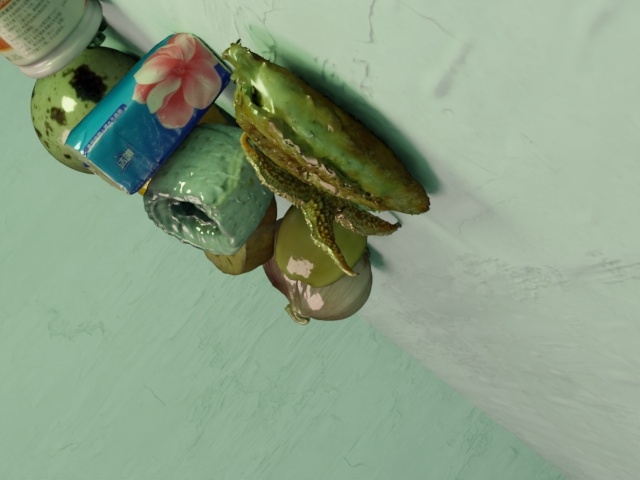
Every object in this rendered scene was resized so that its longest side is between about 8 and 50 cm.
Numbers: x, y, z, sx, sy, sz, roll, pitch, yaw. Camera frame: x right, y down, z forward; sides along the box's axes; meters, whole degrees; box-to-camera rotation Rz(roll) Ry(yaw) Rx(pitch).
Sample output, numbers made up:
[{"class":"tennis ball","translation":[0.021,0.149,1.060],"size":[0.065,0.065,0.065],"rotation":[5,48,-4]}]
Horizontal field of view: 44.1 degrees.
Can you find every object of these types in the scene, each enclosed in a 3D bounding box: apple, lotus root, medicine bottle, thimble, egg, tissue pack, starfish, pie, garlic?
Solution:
[{"class":"apple","translation":[0.000,0.000,1.622],"size":[0.200,0.200,0.200],"rotation":[37,172,6]},{"class":"lotus root","translation":[-0.213,-0.106,1.675],"size":[0.375,0.111,0.390],"rotation":[22,132,57]},{"class":"medicine bottle","translation":[-0.562,-0.459,1.390],"size":[0.202,0.202,0.316],"rotation":[30,170,44]},{"class":"thimble","translation":[-0.190,-0.091,1.391],"size":[0.205,0.172,0.250],"rotation":[36,156,-20]},{"class":"egg","translation":[-0.503,-0.293,1.780],"size":[0.287,0.287,0.379],"rotation":[41,173,-25]},{"class":"tissue pack","translation":[-0.297,-0.218,1.336],"size":[0.137,0.269,0.209],"rotation":[42,172,-23]},{"class":"starfish","translation":[0.027,-0.058,1.349],"size":[0.301,0.084,0.293],"rotation":[45,-165,20]},{"class":"pie","translation":[-0.001,-0.136,1.108],"size":[0.354,0.103,0.288],"rotation":[37,178,-6]},{"class":"garlic","translation":[-0.008,0.063,1.930],"size":[0.322,0.241,0.322],"rotation":[54,166,20]}]

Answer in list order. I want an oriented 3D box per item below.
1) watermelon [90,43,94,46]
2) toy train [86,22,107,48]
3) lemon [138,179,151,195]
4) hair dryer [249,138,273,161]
[{"class":"watermelon","translation":[-0.619,-0.476,1.968],"size":[0.180,0.081,0.094],"rotation":[4,162,-20]},{"class":"toy train","translation":[-0.532,-0.480,1.625],"size":[0.200,0.083,0.132],"rotation":[43,-178,-32]},{"class":"lemon","translation":[-0.409,-0.211,2.078],"size":[0.228,0.228,0.253],"rotation":[42,170,-26]},{"class":"hair dryer","translation":[-0.138,-0.182,1.696],"size":[0.150,0.047,0.071],"rotation":[36,176,-37]}]
